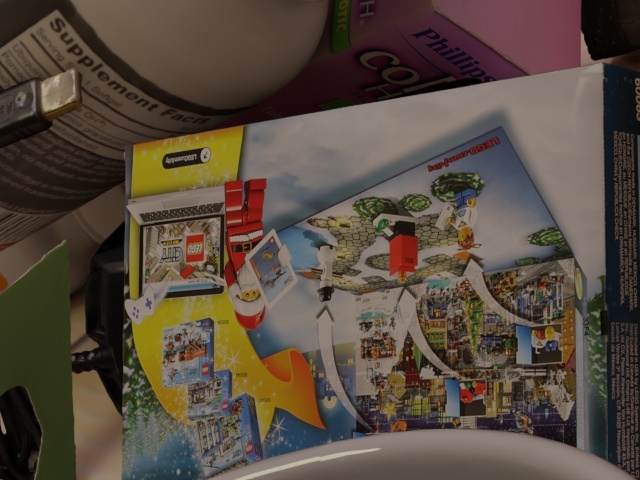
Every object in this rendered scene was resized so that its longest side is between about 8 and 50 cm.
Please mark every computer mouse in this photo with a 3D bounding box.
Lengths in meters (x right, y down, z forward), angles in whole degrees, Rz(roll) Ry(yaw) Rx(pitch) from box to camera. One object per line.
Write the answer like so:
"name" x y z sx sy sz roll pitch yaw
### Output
"computer mouse" -0.061 0.006 0.812 0.262 0.184 0.060 -15 8 28

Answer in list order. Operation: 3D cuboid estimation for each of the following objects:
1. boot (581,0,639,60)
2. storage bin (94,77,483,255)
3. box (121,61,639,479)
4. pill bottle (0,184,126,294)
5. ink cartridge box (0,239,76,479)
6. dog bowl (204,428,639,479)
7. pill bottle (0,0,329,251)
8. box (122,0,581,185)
"boot" 0.253 -0.181 1.098 0.161 0.083 0.246 -7 30 27
"storage bin" 0.000 0.000 0.888 0.180 0.084 0.122 -13 22 29
"box" 0.019 0.034 0.660 0.233 0.159 0.044 -6 -8 44
"pill bottle" -0.217 -0.014 1.118 0.246 0.136 0.136 -20 19 16
"ink cartridge box" -0.139 0.130 0.577 0.056 0.171 0.235 31 49 25
"dog bowl" -0.019 0.160 0.441 0.265 0.104 0.265 -23 18 8
"pill bottle" -0.109 -0.120 0.885 0.318 0.176 0.176 -27 14 35
"box" 0.011 -0.142 1.003 0.243 0.117 0.213 -22 52 39
